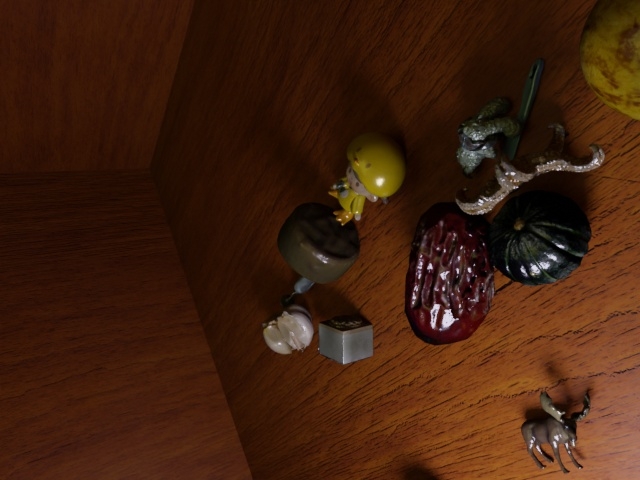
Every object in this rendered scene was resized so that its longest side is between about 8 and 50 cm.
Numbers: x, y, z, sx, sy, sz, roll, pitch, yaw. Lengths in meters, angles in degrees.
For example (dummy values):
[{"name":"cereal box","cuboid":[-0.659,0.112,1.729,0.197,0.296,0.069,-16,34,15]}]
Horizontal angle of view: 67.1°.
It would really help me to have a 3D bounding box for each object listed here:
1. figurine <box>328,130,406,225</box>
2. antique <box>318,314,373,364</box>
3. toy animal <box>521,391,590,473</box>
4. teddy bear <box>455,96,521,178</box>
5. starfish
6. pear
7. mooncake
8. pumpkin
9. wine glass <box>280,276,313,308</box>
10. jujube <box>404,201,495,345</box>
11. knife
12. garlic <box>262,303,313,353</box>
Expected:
[{"name":"figurine","cuboid":[0.135,-0.200,1.550,0.214,0.187,0.344,62,148,11]},{"name":"antique","cuboid":[0.090,0.352,1.754,0.152,0.147,0.147,9,103,53]},{"name":"toy animal","cuboid":[0.560,0.451,1.153,0.214,0.094,0.185,143,121,-61]},{"name":"teddy bear","cuboid":[0.394,-0.251,1.214,0.213,0.111,0.133,121,146,-43]},{"name":"starfish","cuboid":[0.441,-0.155,1.034,0.112,0.303,0.312,61,155,-1]},{"name":"pear","cuboid":[0.577,-0.334,0.808,0.281,0.281,0.280,16,110,53]},{"name":"mooncake","cuboid":[0.000,0.000,1.694,0.155,0.285,0.284,-52,55,40]},{"name":"pumpkin","cuboid":[0.482,-0.006,1.082,0.221,0.162,0.220,-28,49,38]},{"name":"wine glass","cuboid":[-0.089,0.205,2.048,0.262,0.074,0.074,-48,58,46]},{"name":"jujube","cuboid":[0.339,0.089,1.273,0.258,0.259,0.376,31,115,48]},{"name":"knife","cuboid":[0.480,-0.281,1.176,0.044,0.019,0.312,43,131,52]},{"name":"garlic","cuboid":[-0.121,0.379,2.048,0.281,0.185,0.203,-36,93,31]}]
